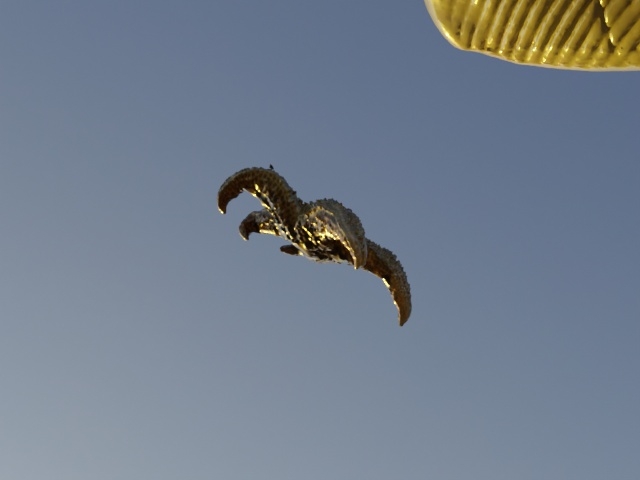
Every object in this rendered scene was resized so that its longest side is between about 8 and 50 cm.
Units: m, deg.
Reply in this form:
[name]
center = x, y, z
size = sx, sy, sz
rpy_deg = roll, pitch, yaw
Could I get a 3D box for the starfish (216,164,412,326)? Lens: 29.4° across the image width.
[starfish]
center = 0.001, -0.002, 1.206
size = 0.216, 0.071, 0.238
rpy_deg = 32, -6, -11

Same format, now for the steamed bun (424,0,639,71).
[steamed bun]
center = 0.174, -0.203, 0.754
size = 0.239, 0.152, 0.170
rpy_deg = 10, -40, 34
